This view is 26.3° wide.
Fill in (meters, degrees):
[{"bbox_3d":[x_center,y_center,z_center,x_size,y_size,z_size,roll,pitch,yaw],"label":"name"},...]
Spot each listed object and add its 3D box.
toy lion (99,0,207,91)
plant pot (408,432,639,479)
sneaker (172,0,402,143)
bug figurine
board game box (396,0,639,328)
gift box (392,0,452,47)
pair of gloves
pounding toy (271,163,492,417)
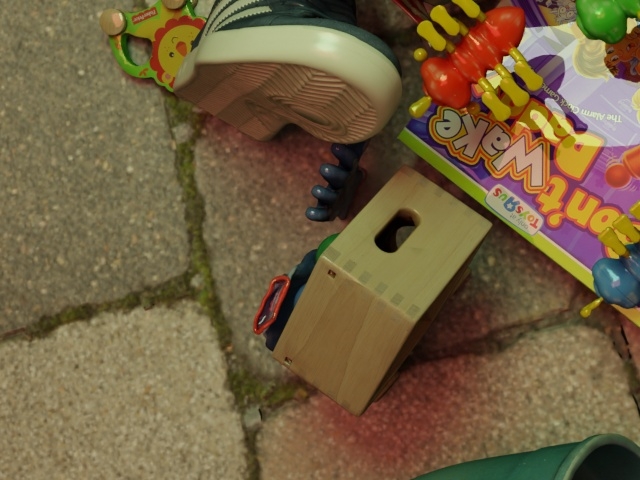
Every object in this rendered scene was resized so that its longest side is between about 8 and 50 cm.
[{"bbox_3d":[-0.134,-0.172,1.206,0.100,0.034,0.096,-19,88,17],"label":"toy lion"},{"bbox_3d":[0.105,0.283,0.985,0.255,0.272,0.271,-10,83,34],"label":"plant pot"},{"bbox_3d":[-0.017,-0.163,1.024,0.131,0.350,0.148,30,84,-21],"label":"sneaker"},{"bbox_3d":[0.205,-0.087,0.954,0.216,0.072,0.279,-39,95,15],"label":"bug figurine"},{"bbox_3d":[0.266,-0.063,1.034,0.347,0.078,0.233,39,99,17],"label":"board game box"},{"bbox_3d":[0.086,-0.297,0.942,0.258,0.255,0.276,-17,75,30],"label":"gift box"},{"bbox_3d":[0.000,0.000,1.081,0.023,0.159,0.198,25,91,9],"label":"pair of gloves"},{"bbox_3d":[0.043,0.044,1.060,0.094,0.181,0.206,35,137,9],"label":"pounding toy"}]
